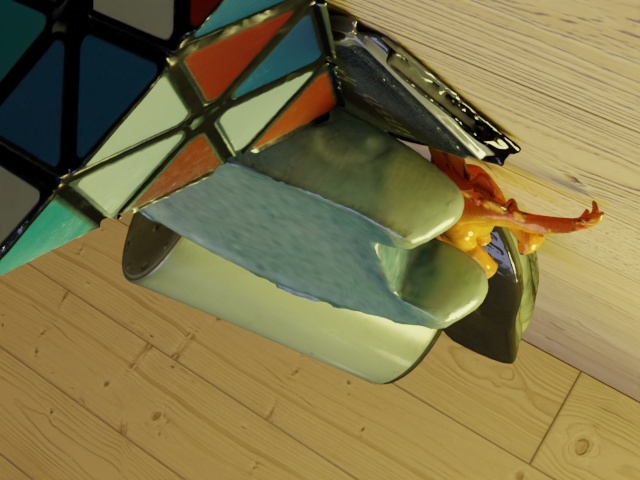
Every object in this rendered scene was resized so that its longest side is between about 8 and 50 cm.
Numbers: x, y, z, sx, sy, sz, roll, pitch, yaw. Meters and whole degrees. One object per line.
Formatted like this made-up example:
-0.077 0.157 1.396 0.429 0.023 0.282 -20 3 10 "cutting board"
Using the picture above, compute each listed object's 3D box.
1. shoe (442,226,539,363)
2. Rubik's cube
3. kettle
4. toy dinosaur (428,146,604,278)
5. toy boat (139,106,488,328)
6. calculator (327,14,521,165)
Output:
0.159 0.019 1.177 0.103 0.098 0.275 23 157 19 "shoe"
-0.080 -0.156 0.673 0.234 0.284 0.250 -22 91 58 "Rubik's cube"
0.000 0.000 1.528 0.376 0.250 0.361 28 150 -23 "kettle"
0.111 -0.028 0.974 0.117 0.070 0.288 48 162 -9 "toy dinosaur"
-0.021 -0.054 0.956 0.330 0.123 0.215 18 158 28 "toy boat"
0.003 -0.120 0.869 0.165 0.028 0.274 35 173 -38 "calculator"
